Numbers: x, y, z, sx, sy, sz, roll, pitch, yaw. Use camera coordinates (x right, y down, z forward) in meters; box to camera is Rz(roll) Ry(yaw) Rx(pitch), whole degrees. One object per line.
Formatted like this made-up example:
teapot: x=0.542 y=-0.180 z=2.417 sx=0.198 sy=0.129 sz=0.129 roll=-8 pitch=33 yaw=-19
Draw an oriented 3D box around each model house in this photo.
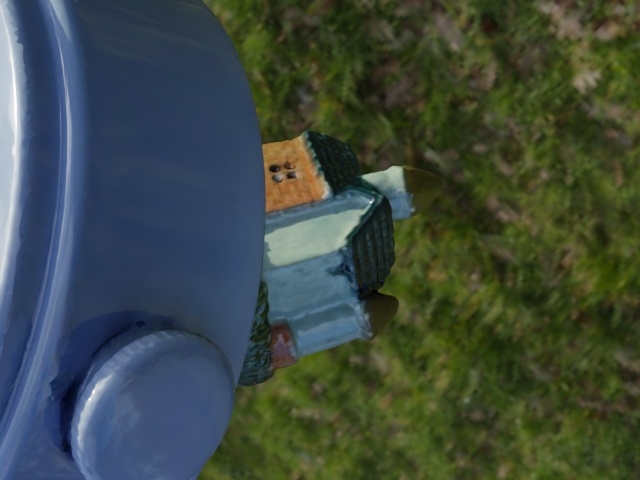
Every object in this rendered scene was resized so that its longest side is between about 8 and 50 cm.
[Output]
model house: x=0.000 y=0.000 z=1.415 sx=0.253 sy=0.291 sz=0.184 roll=-107 pitch=1 yaw=-46

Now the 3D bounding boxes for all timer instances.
timer: x=-0.171 y=0.021 z=0.703 sx=0.173 sy=0.395 sz=0.395 roll=14 pitch=-169 yaw=-43
